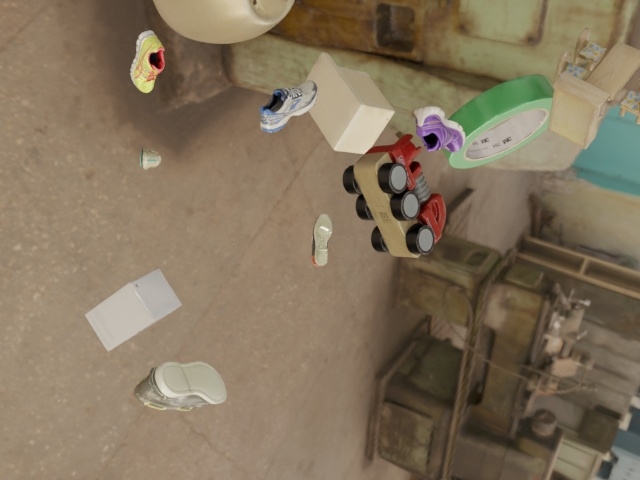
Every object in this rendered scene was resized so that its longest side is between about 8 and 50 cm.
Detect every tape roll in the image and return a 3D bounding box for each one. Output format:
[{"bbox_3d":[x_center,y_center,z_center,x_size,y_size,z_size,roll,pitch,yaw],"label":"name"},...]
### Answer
[{"bbox_3d":[0.467,-0.303,1.736,0.321,0.077,0.321,-22,163,-7],"label":"tape roll"}]

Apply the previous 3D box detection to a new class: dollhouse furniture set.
[{"bbox_3d":[0.611,-0.348,1.439,0.242,0.212,0.161,-49,154,-11],"label":"dollhouse furniture set"}]

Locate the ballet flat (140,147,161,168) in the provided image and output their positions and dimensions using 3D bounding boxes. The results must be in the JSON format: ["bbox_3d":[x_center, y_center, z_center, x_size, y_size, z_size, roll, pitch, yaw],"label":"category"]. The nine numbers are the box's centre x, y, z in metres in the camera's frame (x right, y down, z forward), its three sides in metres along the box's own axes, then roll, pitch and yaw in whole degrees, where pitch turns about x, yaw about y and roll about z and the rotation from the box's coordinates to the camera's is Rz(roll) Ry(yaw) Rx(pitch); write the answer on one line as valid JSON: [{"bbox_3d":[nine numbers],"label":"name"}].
[{"bbox_3d":[-0.441,-0.209,1.730,0.052,0.168,0.057,-3,104,-14],"label":"ballet flat"}]

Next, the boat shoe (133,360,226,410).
[{"bbox_3d":[-0.326,0.353,1.591,0.091,0.109,0.305,-30,157,11],"label":"boat shoe"}]

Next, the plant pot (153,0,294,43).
[{"bbox_3d":[-0.154,-0.500,1.263,0.284,0.191,0.284,-30,136,-35],"label":"plant pot"}]

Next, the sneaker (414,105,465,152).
[{"bbox_3d":[0.221,-0.197,1.270,0.170,0.068,0.071,19,77,-53],"label":"sneaker"}]

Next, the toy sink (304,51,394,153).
[{"bbox_3d":[0.069,-0.368,1.784,0.131,0.234,0.153,0,137,-39],"label":"toy sink"}]

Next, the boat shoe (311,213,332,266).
[{"bbox_3d":[0.000,0.000,1.715,0.043,0.049,0.137,161,-67,-73],"label":"boat shoe"}]

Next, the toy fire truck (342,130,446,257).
[{"bbox_3d":[0.171,-0.116,1.327,0.246,0.158,0.217,-46,121,-33],"label":"toy fire truck"}]

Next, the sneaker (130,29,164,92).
[{"bbox_3d":[-0.528,-0.536,2.058,0.081,0.094,0.209,-31,154,-38],"label":"sneaker"}]

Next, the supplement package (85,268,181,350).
[{"bbox_3d":[-0.429,0.159,1.526,0.179,0.105,0.105,-32,180,31],"label":"supplement package"}]

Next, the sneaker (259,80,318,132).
[{"bbox_3d":[-0.057,-0.253,1.204,0.135,0.052,0.058,-44,145,-20],"label":"sneaker"}]
